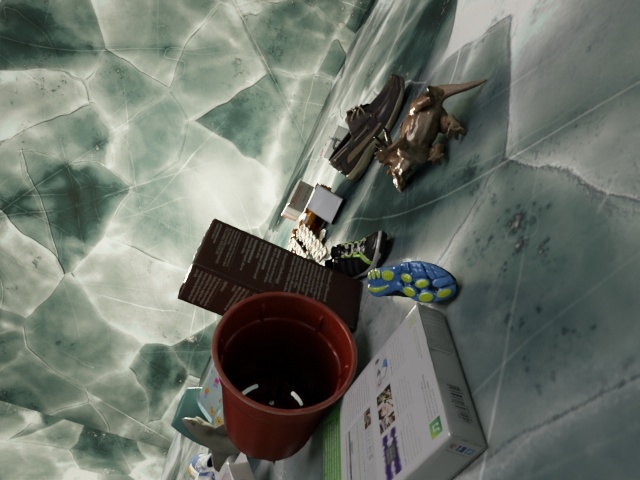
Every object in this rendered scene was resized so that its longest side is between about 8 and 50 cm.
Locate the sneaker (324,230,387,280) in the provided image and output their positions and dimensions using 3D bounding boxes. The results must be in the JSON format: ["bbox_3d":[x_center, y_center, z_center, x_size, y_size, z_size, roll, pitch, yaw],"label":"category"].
[{"bbox_3d":[0.070,0.043,1.093,0.235,0.097,0.084,-49,22,52],"label":"sneaker"}]

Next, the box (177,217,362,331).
[{"bbox_3d":[-0.116,0.116,1.080,0.191,0.381,0.143,-49,19,50],"label":"box"}]

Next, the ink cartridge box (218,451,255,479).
[{"bbox_3d":[-0.201,0.614,1.114,0.104,0.061,0.181,-62,40,20],"label":"ink cartridge box"}]

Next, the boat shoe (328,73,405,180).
[{"bbox_3d":[0.137,-0.355,1.439,0.355,0.130,0.132,-61,14,22],"label":"boat shoe"}]

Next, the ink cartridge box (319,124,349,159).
[{"bbox_3d":[0.062,-0.419,1.996,0.150,0.063,0.109,-65,13,8],"label":"ink cartridge box"}]

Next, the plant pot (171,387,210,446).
[{"bbox_3d":[-0.379,0.611,1.601,0.166,0.234,0.165,-53,19,44],"label":"plant pot"}]

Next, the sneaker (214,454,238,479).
[{"bbox_3d":[-0.241,0.682,1.302,0.095,0.090,0.235,-51,19,8],"label":"sneaker"}]

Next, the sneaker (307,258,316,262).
[{"bbox_3d":[-0.104,0.176,1.453,0.276,0.097,0.135,-38,57,26],"label":"sneaker"}]

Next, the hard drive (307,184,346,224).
[{"bbox_3d":[0.019,-0.124,1.591,0.135,0.022,0.094,35,104,39],"label":"hard drive"}]

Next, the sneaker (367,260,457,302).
[{"bbox_3d":[0.156,0.065,0.775,0.188,0.078,0.067,-8,88,59],"label":"sneaker"}]

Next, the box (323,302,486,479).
[{"bbox_3d":[0.095,0.282,0.682,0.322,0.058,0.232,-58,15,29],"label":"box"}]

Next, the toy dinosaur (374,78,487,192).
[{"bbox_3d":[0.211,-0.241,0.992,0.296,0.127,0.200,-56,9,20],"label":"toy dinosaur"}]

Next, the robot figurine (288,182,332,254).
[{"bbox_3d":[-0.042,-0.067,1.753,0.291,0.085,0.211,-62,9,18],"label":"robot figurine"}]

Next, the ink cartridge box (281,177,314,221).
[{"bbox_3d":[-0.083,-0.150,1.728,0.115,0.067,0.198,-67,7,-13],"label":"ink cartridge box"}]

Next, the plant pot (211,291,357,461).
[{"bbox_3d":[-0.088,0.294,0.940,0.272,0.272,0.265,-83,6,-51],"label":"plant pot"}]

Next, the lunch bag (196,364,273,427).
[{"bbox_3d":[-0.247,0.485,1.435,0.262,0.160,0.223,35,101,49],"label":"lunch bag"}]

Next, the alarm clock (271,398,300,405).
[{"bbox_3d":[-0.091,0.450,1.108,0.129,0.064,0.192,-66,11,4],"label":"alarm clock"}]

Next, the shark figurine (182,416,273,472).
[{"bbox_3d":[-0.238,0.569,1.256,0.166,0.278,0.116,80,-159,-45],"label":"shark figurine"}]

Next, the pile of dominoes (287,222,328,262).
[{"bbox_3d":[-0.073,0.057,1.594,0.196,0.040,0.251,-64,32,17],"label":"pile of dominoes"}]

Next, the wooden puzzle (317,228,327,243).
[{"bbox_3d":[0.000,0.000,1.638,0.116,0.014,0.078,157,131,-72],"label":"wooden puzzle"}]

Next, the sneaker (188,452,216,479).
[{"bbox_3d":[-0.382,0.804,1.625,0.131,0.112,0.296,-55,16,-13],"label":"sneaker"}]
